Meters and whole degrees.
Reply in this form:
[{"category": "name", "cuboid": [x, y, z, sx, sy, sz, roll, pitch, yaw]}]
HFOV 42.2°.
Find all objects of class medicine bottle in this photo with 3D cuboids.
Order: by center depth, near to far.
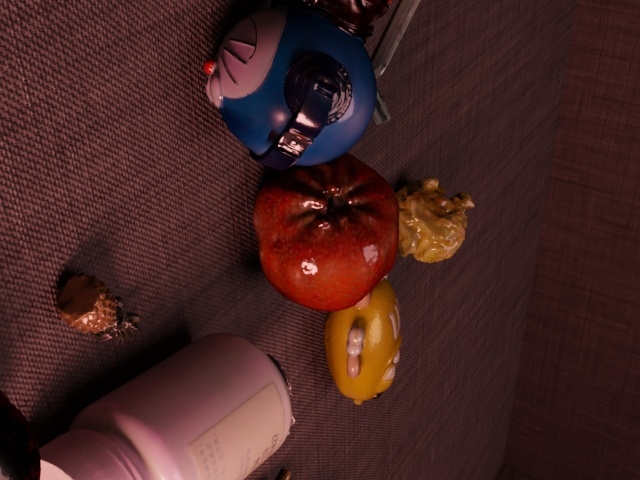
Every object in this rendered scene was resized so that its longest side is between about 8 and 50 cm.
[{"category": "medicine bottle", "cuboid": [-0.219, 0.289, 1.156, 0.379, 0.213, 0.213, -28, 131, -53]}]

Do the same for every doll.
[{"category": "doll", "cuboid": [-0.025, -0.250, 1.139, 0.240, 0.284, 0.310, 21, 93, -21]}, {"category": "doll", "cuboid": [0.091, 0.131, 1.715, 0.423, 0.161, 0.348, 71, 28, -62]}]

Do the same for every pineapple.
[{"category": "pineapple", "cuboid": [-0.282, 0.098, 1.080, 0.074, 0.074, 0.159, -63, 161, -15]}]

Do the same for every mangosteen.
[{"category": "mangosteen", "cuboid": [-0.382, 0.241, 0.892, 0.200, 0.200, 0.200, -41, 141, -45]}]

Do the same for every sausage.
[{"category": "sausage", "cuboid": [-0.101, 0.545, 1.756, 0.132, 0.024, 0.024, -57, 150, -25]}]

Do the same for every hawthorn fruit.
[{"category": "hawthorn fruit", "cuboid": [0.000, 0.000, 1.394, 0.254, 0.254, 0.300, -55, 176, -28]}]

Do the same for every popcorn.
[{"category": "popcorn", "cuboid": [0.242, -0.045, 1.846, 0.167, 0.185, 0.187, 11, 89, -81]}]

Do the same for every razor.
[{"category": "razor", "cuboid": [0.133, -0.367, 1.576, 0.278, 0.056, 0.111, -71, 156, -15]}]
